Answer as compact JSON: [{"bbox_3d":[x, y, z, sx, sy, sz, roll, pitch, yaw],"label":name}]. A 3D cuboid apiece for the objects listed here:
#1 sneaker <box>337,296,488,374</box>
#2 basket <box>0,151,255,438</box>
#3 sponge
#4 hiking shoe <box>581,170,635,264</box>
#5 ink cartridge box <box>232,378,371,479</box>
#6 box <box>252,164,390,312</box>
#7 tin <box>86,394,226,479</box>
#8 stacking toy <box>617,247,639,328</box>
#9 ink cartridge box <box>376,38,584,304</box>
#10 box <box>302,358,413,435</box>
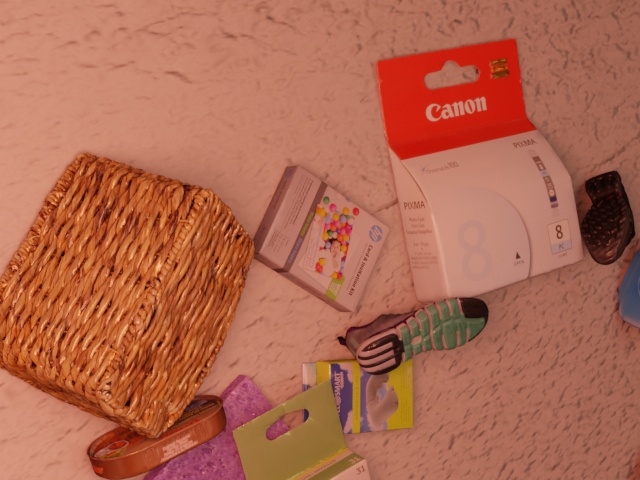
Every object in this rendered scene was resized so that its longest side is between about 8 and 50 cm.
[{"bbox_3d":[0.138,0.122,1.661,0.223,0.098,0.083,-16,117,-23],"label":"sneaker"},{"bbox_3d":[-0.249,0.072,1.426,0.299,0.223,0.213,-65,153,-17],"label":"basket"},{"bbox_3d":[-0.139,0.298,1.529,0.210,0.031,0.117,-46,113,-26],"label":"sponge"},{"bbox_3d":[0.502,-0.021,1.899,0.114,0.086,0.227,55,32,-26],"label":"hiking shoe"},{"bbox_3d":[-0.016,0.335,1.563,0.171,0.056,0.235,-25,117,-28],"label":"ink cartridge box"},{"bbox_3d":[0.000,0.000,1.629,0.186,0.038,0.145,34,71,-29],"label":"box"},{"bbox_3d":[-0.207,0.252,1.439,0.189,0.106,0.040,-22,102,-32],"label":"tin"},{"bbox_3d":[0.692,0.120,2.039,0.301,0.165,0.175,25,90,-42],"label":"stacking toy"},{"bbox_3d":[0.260,-0.118,1.777,0.308,0.091,0.385,-15,98,-33],"label":"ink cartridge box"},{"bbox_3d":[0.057,0.229,1.658,0.178,0.042,0.109,1,88,-35],"label":"box"}]
